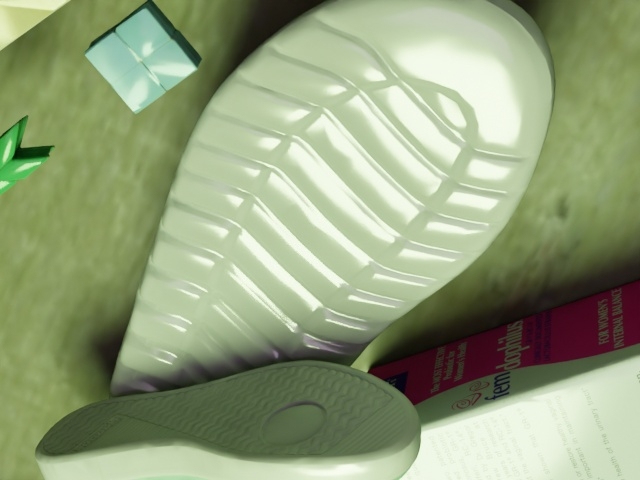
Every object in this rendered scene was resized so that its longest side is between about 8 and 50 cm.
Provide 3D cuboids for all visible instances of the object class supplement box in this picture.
[{"bbox_3d":[0.141,0.112,1.176,0.220,0.111,0.114,-21,108,14],"label":"supplement box"}]

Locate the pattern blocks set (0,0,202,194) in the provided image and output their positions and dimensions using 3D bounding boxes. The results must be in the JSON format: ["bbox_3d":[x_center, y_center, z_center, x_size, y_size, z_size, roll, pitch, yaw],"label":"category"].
[{"bbox_3d":[-0.226,-0.173,1.058,0.285,0.026,0.325,-24,110,16],"label":"pattern blocks set"}]

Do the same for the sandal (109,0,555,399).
[{"bbox_3d":[-0.013,-0.008,1.152,0.169,0.102,0.416,31,127,-8],"label":"sandal"}]

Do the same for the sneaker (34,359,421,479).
[{"bbox_3d":[-0.031,0.158,1.152,0.256,0.094,0.151,-8,119,35],"label":"sneaker"}]
